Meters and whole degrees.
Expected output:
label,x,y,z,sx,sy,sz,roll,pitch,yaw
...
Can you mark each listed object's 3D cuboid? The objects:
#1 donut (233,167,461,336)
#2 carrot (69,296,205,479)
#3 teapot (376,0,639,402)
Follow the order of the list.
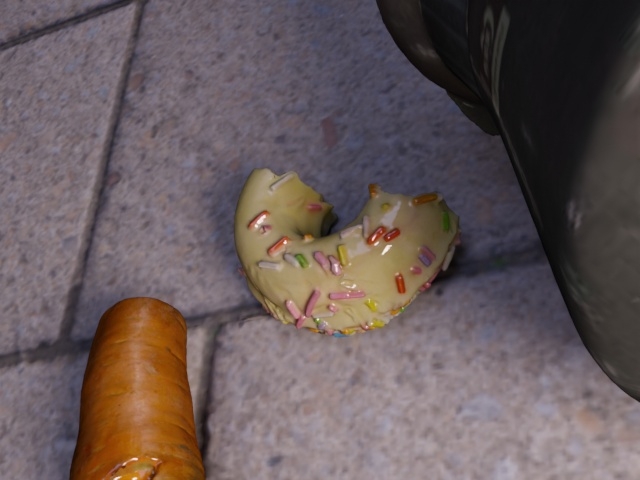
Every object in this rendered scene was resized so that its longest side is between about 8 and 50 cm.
label,x,y,z,sx,sy,sz,roll,pitch,yaw
donut,0.000,0.004,0.638,0.166,0.065,0.108,17,69,38
carrot,-0.117,0.127,0.611,0.087,0.087,0.193,-28,46,10
teapot,0.197,-0.137,0.444,0.305,0.376,0.362,-1,33,-24
